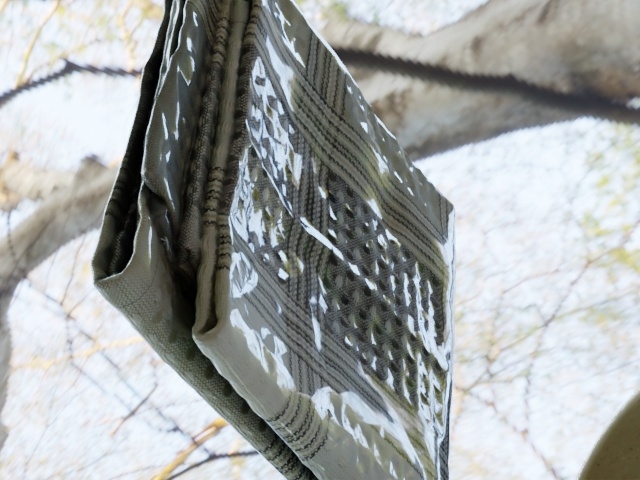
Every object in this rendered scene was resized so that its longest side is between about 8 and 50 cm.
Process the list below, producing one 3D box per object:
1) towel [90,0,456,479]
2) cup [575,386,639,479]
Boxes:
[{"bbox_3d":[0.000,0.000,0.973,0.324,0.056,0.312,49,-145,-37],"label":"towel"},{"bbox_3d":[0.390,0.291,1.466,0.237,0.331,0.331,27,-112,-19],"label":"cup"}]
